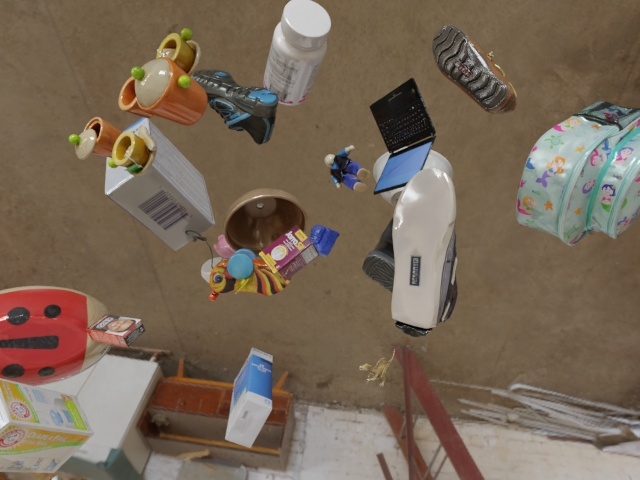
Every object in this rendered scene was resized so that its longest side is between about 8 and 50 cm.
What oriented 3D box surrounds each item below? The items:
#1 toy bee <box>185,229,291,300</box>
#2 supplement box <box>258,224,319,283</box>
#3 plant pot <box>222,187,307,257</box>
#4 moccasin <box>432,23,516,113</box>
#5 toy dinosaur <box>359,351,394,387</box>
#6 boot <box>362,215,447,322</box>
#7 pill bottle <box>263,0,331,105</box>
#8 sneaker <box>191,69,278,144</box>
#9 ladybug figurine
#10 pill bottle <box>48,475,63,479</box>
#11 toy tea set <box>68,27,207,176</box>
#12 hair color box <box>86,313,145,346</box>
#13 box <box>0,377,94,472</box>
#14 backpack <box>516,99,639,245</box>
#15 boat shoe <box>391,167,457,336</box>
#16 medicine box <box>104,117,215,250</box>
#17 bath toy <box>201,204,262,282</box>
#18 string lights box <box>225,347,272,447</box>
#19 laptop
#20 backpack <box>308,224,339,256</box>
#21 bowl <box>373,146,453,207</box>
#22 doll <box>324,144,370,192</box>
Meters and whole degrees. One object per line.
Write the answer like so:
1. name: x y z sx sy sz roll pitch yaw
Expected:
1. toy bee: -0.237 0.099 1.129 0.298 0.195 0.162 23 98 16
2. supplement box: -0.054 0.024 0.697 0.083 0.055 0.043 -39 145 -8
3. plant pot: -0.164 -0.069 1.165 0.237 0.110 0.237 -11 136 -11
4. moccasin: 0.504 -0.563 1.328 0.147 0.380 0.139 -4 141 -47
5. toy dinosaur: 0.192 0.409 1.282 0.053 0.183 0.093 26 109 41
6. boot: 0.395 0.059 1.574 0.367 0.445 0.146 40 131 1
7. pill bottle: -0.073 -0.557 1.221 0.160 0.160 0.283 22 156 -9
8. sneaker: -0.265 -0.384 1.141 0.340 0.125 0.140 34 134 27
9. ladybug figurine: -0.851 0.291 1.205 0.449 0.305 0.162 2 178 -34
10. pill bottle: -0.479 0.453 0.663 0.065 0.116 0.065 39 144 35
11. toy tea set: -0.351 -0.243 0.740 0.336 0.200 0.124 -37 151 20
12. hair color box: -0.567 0.249 1.125 0.141 0.072 0.043 2 119 23
13. box: -0.558 0.353 0.764 0.114 0.103 0.203 38 166 32
14. backpack: 0.484 -0.112 0.733 0.253 0.191 0.225 -23 128 -20
15. boat shoe: 0.236 0.025 0.870 0.127 0.158 0.341 12 95 34
16. medicine box: -0.461 -0.166 1.172 0.149 0.289 0.263 -33 135 4
17. bath toy: -0.289 0.025 1.438 0.151 0.348 0.129 1 140 28
18. string lights box: -0.199 0.436 1.158 0.076 0.260 0.133 26 101 -12
19. laptop: 0.213 -0.297 1.206 0.264 0.136 0.234 65 157 -9
20. backpack: 0.000 0.000 1.691 0.101 0.098 0.120 21 92 -36
21. bowl: 0.337 -0.199 1.508 0.297 0.134 0.298 9 151 5
22. doll: 0.069 -0.200 1.125 0.046 0.189 0.129 1 115 -31
